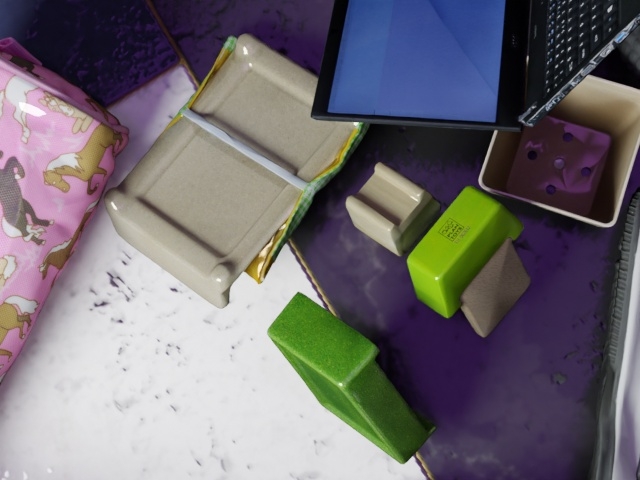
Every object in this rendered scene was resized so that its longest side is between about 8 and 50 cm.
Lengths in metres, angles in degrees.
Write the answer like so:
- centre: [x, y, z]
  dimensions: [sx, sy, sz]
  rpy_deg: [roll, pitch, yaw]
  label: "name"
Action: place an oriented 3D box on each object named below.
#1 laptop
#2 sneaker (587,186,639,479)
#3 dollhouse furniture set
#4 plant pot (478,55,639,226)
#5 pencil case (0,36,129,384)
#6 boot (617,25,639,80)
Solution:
- centre: [0.135, -0.205, 1.405]
  dimensions: [0.136, 0.234, 0.264]
  rpy_deg: [32, 127, -18]
  label: "laptop"
- centre: [0.328, 0.186, 1.392]
  dimensions: [0.257, 0.169, 0.448]
  rpy_deg: [8, 77, 8]
  label: "sneaker"
- centre: [0.000, 0.000, 1.508]
  dimensions: [0.301, 0.151, 0.197]
  rpy_deg: [34, 79, 32]
  label: "dollhouse furniture set"
- centre: [0.190, -0.070, 1.473]
  dimensions: [0.109, 0.096, 0.109]
  rpy_deg: [18, 84, 6]
  label: "plant pot"
- centre: [-0.298, 0.031, 1.489]
  dimensions: [0.167, 0.160, 0.386]
  rpy_deg: [30, 91, 7]
  label: "pencil case"
- centre: [0.372, -0.140, 1.443]
  dimensions: [0.222, 0.118, 0.338]
  rpy_deg: [-5, 51, -30]
  label: "boot"
